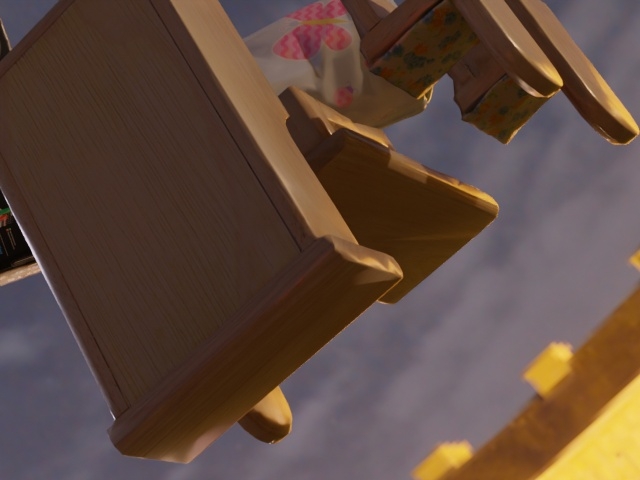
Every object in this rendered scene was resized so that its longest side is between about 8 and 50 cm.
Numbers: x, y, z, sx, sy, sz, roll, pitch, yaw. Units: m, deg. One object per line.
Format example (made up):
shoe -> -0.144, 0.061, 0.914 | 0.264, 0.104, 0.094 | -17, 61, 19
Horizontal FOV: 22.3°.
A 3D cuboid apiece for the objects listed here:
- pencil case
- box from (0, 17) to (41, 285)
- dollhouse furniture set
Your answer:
pencil case -> -0.048, -0.096, 1.257 | 0.273, 0.124, 0.113 | -31, -35, -15
box -> -0.312, -0.063, 1.328 | 0.175, 0.220, 0.051 | -20, -9, -15
dollhouse furniture set -> 0.000, 0.000, 1.054 | 0.362, 0.256, 0.394 | -41, -30, 19
